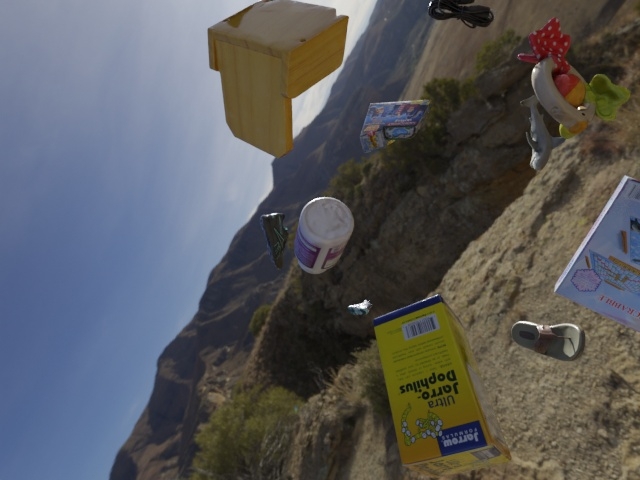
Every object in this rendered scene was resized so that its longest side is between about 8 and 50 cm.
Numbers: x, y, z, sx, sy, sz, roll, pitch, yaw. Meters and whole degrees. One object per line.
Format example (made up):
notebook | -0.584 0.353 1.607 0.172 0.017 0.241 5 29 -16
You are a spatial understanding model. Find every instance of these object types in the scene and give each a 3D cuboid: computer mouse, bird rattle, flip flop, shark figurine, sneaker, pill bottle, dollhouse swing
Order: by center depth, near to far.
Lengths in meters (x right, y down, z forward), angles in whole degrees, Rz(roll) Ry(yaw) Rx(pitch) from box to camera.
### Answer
bird rattle | 0.521 -0.333 0.856 0.143 0.253 0.207 -25 20 51
computer mouse | 0.384 -0.719 1.107 0.072 0.189 0.272 124 148 -70
dollhouse swing | -0.116 -0.475 1.190 0.315 0.347 0.304 -43 -36 -23
flip flop | 0.685 0.299 1.253 0.277 0.080 0.112 171 110 -73
pill bottle | 0.000 0.000 1.352 0.301 0.169 0.169 110 -178 -62
shark figurine | 0.779 -0.372 1.399 0.166 0.116 0.278 2 -97 -51
sneaker | 0.155 0.246 1.514 0.098 0.038 0.069 0 30 49
sneaker | -0.183 0.006 1.769 0.101 0.106 0.267 -134 31 -57

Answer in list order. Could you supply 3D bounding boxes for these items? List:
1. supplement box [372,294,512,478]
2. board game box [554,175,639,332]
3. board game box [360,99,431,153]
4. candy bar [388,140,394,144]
supplement box | 0.282 0.350 0.987 0.195 0.194 0.356 -26 45 20
board game box | 0.777 0.059 0.926 0.066 0.319 0.317 -24 -42 -56
board game box | 0.202 -0.330 1.178 0.194 0.194 0.060 -57 -39 -34
candy bar | 0.269 -0.363 1.359 0.040 0.018 0.161 -57 14 -25
